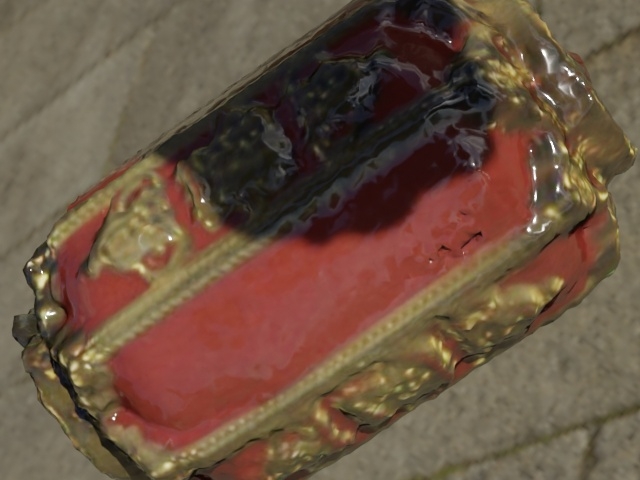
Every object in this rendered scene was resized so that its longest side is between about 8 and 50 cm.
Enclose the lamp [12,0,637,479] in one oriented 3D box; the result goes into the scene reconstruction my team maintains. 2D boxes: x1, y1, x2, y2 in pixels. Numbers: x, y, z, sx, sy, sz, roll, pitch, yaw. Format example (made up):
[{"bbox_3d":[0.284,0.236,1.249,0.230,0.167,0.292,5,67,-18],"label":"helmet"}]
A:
[{"bbox_3d":[0.000,0.000,0.697,0.274,0.177,0.177,-32,31,9],"label":"lamp"}]
